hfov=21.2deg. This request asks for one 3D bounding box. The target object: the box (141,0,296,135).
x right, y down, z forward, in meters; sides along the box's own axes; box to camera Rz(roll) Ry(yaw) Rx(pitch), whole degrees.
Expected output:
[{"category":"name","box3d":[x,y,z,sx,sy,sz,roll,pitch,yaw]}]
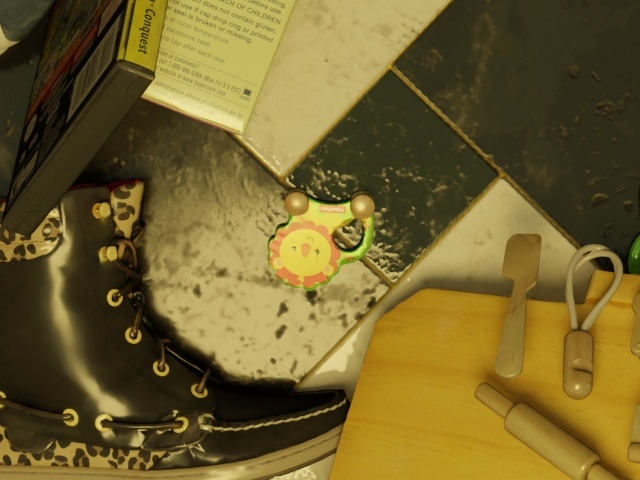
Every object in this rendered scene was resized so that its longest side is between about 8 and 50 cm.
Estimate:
[{"category":"box","box3d":[-0.079,-0.224,1.508,0.117,0.213,0.243,22,94,-4]}]

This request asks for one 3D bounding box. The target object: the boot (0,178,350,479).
[{"category":"boot","box3d":[-0.165,0.086,1.573,0.378,0.138,0.284,-6,94,5]}]

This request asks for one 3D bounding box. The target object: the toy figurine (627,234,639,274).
[{"category":"toy figurine","box3d":[0.358,-0.016,1.559,0.130,0.159,0.173,35,93,-3]}]

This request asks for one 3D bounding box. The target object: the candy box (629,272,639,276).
[{"category":"candy box","box3d":[0.376,0.076,1.595,0.206,0.105,0.027,8,65,-1]}]

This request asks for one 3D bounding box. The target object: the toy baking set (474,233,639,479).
[{"category":"toy baking set","box3d":[0.231,0.102,1.447,0.256,0.030,0.196,31,70,29]}]

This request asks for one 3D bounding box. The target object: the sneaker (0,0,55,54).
[{"category":"sneaker","box3d":[-0.359,-0.308,1.542,0.323,0.130,0.236,47,111,15]}]

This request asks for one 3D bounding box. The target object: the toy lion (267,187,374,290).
[{"category":"toy lion","box3d":[0.000,0.000,1.620,0.100,0.034,0.096,2,101,-2]}]

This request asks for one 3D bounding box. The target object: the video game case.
[{"category":"video game case","box3d":[-0.188,-0.169,1.440,0.035,0.275,0.248,20,55,-21]}]

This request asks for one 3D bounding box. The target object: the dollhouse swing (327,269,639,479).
[{"category":"dollhouse swing","box3d":[0.222,0.236,1.544,0.315,0.305,0.346,41,56,-41]}]
